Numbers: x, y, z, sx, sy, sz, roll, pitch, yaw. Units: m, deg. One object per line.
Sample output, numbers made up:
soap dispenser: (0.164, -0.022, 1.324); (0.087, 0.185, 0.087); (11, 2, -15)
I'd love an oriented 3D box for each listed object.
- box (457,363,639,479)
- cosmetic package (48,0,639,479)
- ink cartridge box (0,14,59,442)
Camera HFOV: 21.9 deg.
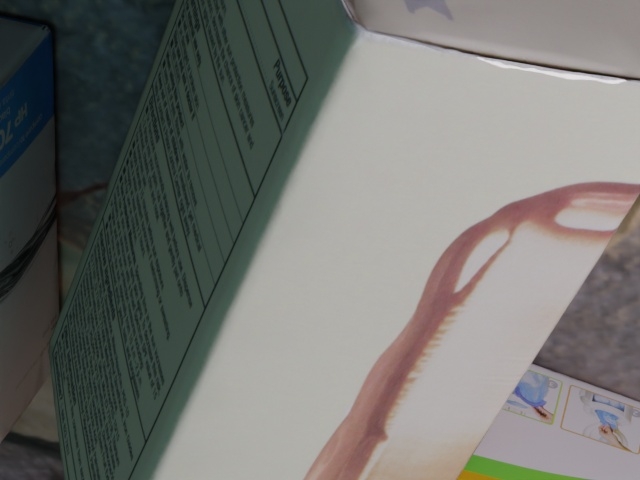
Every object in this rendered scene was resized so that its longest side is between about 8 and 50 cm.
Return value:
box: (0.140, 0.148, 0.730); (0.203, 0.103, 0.114); (20, 129, 5)
cosmetic package: (0.000, 0.000, 0.624); (0.129, 0.153, 0.296); (6, 134, -22)
ink cartridge box: (-0.197, -0.012, 0.748); (0.140, 0.082, 0.190); (13, 126, 10)
